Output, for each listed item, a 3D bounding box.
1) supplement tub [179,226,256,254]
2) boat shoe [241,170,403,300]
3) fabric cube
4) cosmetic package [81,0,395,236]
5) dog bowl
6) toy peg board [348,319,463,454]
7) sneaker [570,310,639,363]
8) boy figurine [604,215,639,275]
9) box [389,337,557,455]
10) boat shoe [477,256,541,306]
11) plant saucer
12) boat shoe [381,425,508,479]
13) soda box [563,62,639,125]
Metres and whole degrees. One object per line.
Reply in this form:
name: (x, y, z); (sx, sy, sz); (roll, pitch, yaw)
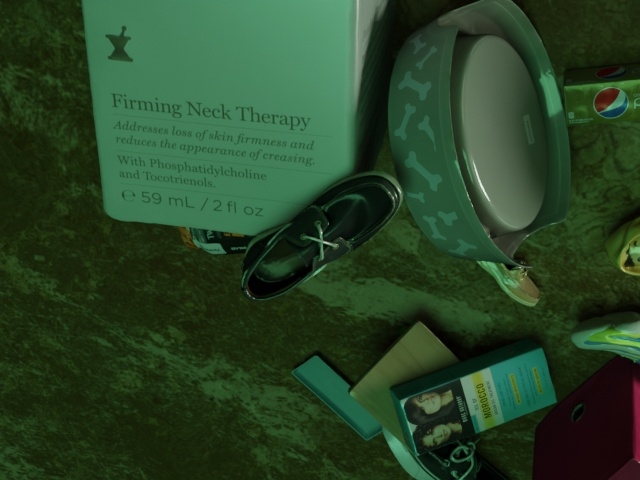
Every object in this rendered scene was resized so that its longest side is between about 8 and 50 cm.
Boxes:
supplement tub: (-0.115, -0.038, 1.599); (0.190, 0.117, 0.117); (-5, 120, 17)
boat shoe: (0.000, 0.000, 1.223); (0.233, 0.079, 0.084); (-31, 109, 28)
fabric cube: (0.498, 0.379, 1.619); (0.259, 0.258, 0.254); (33, 125, -7)
cosmetic package: (-0.086, -0.253, 1.325); (0.329, 0.327, 0.393); (7, 123, 10)
dog bowl: (0.206, -0.133, 1.330); (0.102, 0.349, 0.348); (-7, 121, 35)
toy peg board: (0.147, 0.231, 1.691); (0.160, 0.079, 0.161); (-46, 105, -2)
sneaker: (0.504, 0.171, 1.566); (0.240, 0.091, 0.126); (-8, 99, 18)
boy figurine: (0.543, -0.016, 1.456); (0.285, 0.092, 0.177); (-6, 123, 15)
box: (0.241, 0.245, 1.641); (0.244, 0.060, 0.100); (-19, 103, -9)
boat shoe: (0.291, 0.047, 1.586); (0.135, 0.050, 0.045); (40, 128, -12)
plant saucer: (0.039, 0.272, 1.818); (0.192, 0.018, 0.067); (43, 122, -15)
boat shoe: (0.230, 0.379, 1.780); (0.105, 0.113, 0.306); (-35, 110, 24)
soda box: (0.419, -0.199, 1.389); (0.181, 0.058, 0.061); (-3, 121, 16)
